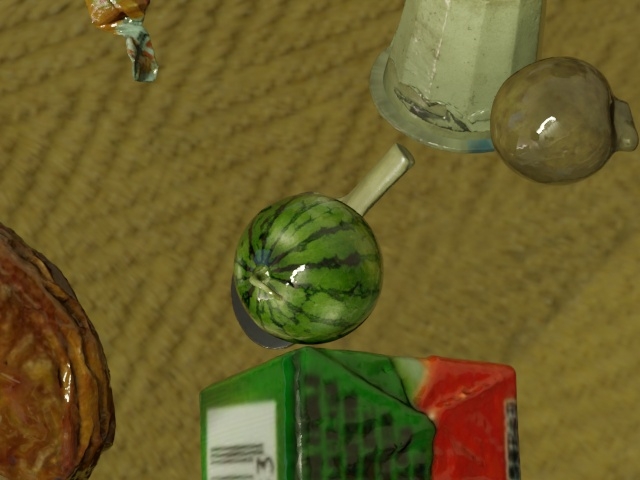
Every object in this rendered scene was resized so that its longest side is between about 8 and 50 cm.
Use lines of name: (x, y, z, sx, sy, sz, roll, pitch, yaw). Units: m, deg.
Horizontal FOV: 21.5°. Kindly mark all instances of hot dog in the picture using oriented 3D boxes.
hot dog: (-0.329, 0.061, 1.266, 0.387, 0.267, 0.174, 33, 62, -25)

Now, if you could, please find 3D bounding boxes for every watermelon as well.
watermelon: (-0.012, 0.019, 1.086, 0.109, 0.109, 0.109, -1, 96, -14)

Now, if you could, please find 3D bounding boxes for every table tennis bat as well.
table tennis bat: (0.000, 0.000, 1.621, 0.246, 0.138, 0.022, -47, 142, 21)

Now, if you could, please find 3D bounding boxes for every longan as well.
longan: (0.195, -0.095, 1.345, 0.119, 0.106, 0.106, 6, 94, 2)

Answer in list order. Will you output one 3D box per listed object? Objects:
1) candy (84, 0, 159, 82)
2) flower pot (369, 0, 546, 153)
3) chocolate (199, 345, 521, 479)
candy: (-0.183, -0.225, 1.486, 0.053, 0.046, 0.182, -26, 96, -41)
flower pot: (0.164, -0.239, 1.891, 0.212, 0.212, 0.203, -11, 137, -13)
chocolate: (0.045, 0.290, 1.589, 0.341, 0.161, 0.360, 9, 76, -50)
